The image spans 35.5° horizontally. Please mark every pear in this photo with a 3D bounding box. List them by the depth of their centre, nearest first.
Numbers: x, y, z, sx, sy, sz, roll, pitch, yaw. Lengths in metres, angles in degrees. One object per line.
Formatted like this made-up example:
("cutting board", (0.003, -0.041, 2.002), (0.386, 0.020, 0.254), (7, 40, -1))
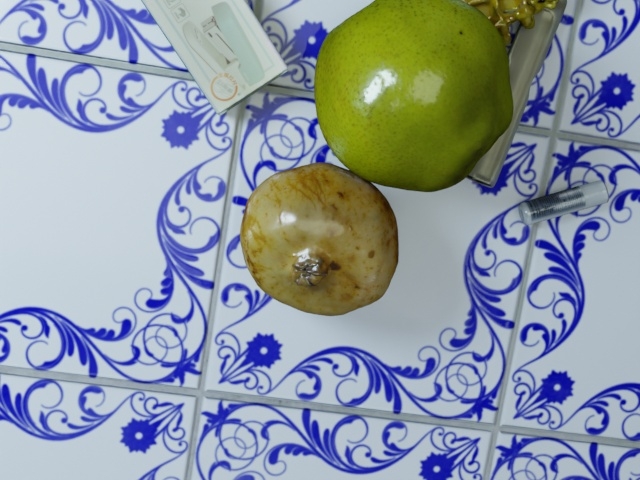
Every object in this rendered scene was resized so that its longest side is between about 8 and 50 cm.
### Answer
("pear", (0.131, -0.218, 1.440), (0.294, 0.294, 0.294), (-1, 100, -6))

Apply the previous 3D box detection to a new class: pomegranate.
("pomegranate", (0.000, 0.000, 1.483), (0.248, 0.248, 0.248), (-1, 100, -6))

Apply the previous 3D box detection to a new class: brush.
("brush", (0.301, -0.240, 1.571), (0.060, 0.050, 0.321), (22, 89, -7))

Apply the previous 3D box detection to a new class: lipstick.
("lipstick", (0.391, -0.061, 1.611), (0.141, 0.040, 0.040), (-15, 101, -3))

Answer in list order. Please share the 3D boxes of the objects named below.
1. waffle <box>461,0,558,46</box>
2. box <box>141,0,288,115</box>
("waffle", (0.262, -0.433, 1.481), (0.259, 0.069, 0.293), (29, 104, -13))
("box", (-0.174, -0.329, 1.484), (0.135, 0.079, 0.269), (-33, 102, 0))
